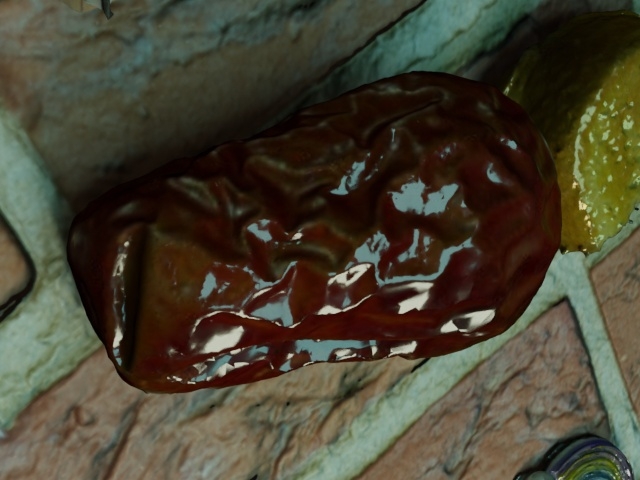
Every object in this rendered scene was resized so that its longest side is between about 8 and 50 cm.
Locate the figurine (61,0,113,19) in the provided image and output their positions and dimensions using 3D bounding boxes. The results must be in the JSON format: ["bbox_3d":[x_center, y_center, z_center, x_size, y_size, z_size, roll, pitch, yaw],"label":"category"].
[{"bbox_3d":[-0.090,-0.237,0.796,0.237,0.141,0.162,-35,151,-24],"label":"figurine"}]

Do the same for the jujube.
[{"bbox_3d":[0.000,0.000,0.892,0.342,0.216,0.216,-13,113,-17],"label":"jujube"}]

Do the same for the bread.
[{"bbox_3d":[0.225,-0.105,1.044,0.229,0.143,0.139,-46,127,-17],"label":"bread"}]

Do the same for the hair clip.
[{"bbox_3d":[0.261,0.252,1.258,0.172,0.049,0.116,49,62,-28],"label":"hair clip"}]
